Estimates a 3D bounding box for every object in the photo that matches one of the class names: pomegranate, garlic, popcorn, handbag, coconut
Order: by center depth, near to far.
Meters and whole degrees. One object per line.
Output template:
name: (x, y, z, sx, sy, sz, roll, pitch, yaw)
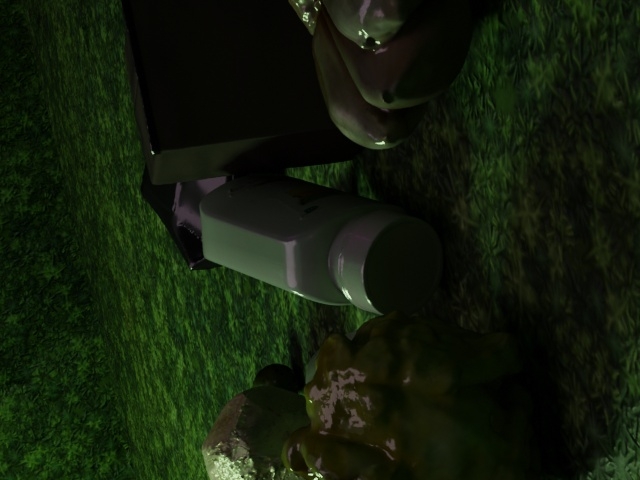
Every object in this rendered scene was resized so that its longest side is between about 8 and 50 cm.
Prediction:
garlic: (0.055, -0.237, 1.362, 0.325, 0.132, 0.279, -127, 30, -60)
popcorn: (0.090, 0.180, 1.363, 0.256, 0.255, 0.195, 51, -172, -11)
coconut: (-0.067, 0.287, 2.005, 0.194, 0.194, 0.194, 169, 90, -73)
handbag: (-0.159, -0.134, 2.118, 0.342, 0.152, 0.288, -133, 48, -59)
pomegranate: (-0.056, 0.211, 2.121, 0.084, 0.073, 0.073, 5, 110, 33)

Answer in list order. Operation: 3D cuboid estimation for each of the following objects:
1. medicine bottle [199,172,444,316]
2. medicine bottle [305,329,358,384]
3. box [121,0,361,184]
medicine bottle: (0.000, 0.000, 1.603, 0.296, 0.161, 0.111, 21, 120, 54)
medicine bottle: (0.090, 0.279, 1.587, 0.282, 0.123, 0.375, 144, 113, -70)
box: (-0.083, -0.176, 1.649, 0.153, 0.252, 0.188, 130, 129, -75)
